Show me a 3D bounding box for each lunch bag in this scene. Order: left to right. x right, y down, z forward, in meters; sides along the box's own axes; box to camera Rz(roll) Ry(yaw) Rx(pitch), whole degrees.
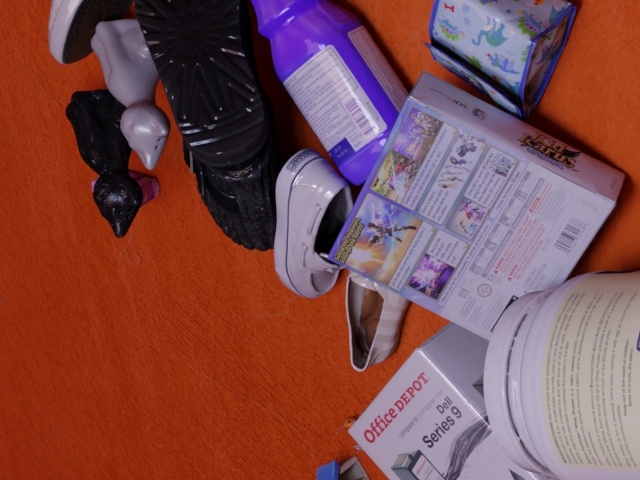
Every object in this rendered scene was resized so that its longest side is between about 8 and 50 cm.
[{"bbox_3d":[0.182,-0.207,1.894,0.129,0.096,0.151,38,150,18],"label":"lunch bag"}]

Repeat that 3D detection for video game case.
[{"bbox_3d":[0.166,-0.026,1.980,0.244,0.061,0.269,27,134,0],"label":"video game case"}]

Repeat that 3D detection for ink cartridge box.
[{"bbox_3d":[0.197,0.257,2.140,0.289,0.121,0.211,48,138,12],"label":"ink cartridge box"}]

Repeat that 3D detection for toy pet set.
[{"bbox_3d":[0.041,0.300,2.363,0.114,0.065,0.122,-30,92,49],"label":"toy pet set"}]

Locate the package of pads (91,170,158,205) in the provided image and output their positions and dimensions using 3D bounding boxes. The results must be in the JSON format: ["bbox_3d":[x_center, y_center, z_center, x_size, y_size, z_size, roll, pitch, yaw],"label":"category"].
[{"bbox_3d":[-0.264,-0.071,2.440,0.083,0.050,0.032,16,130,37],"label":"package of pads"}]

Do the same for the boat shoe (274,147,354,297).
[{"bbox_3d":[0.000,0.000,2.155,0.084,0.095,0.258,38,158,27],"label":"boat shoe"}]

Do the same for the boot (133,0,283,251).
[{"bbox_3d":[-0.122,-0.180,2.173,0.260,0.131,0.348,66,-168,-64],"label":"boot"}]

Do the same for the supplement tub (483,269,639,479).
[{"bbox_3d":[0.352,0.145,1.833,0.325,0.235,0.235,-3,112,45],"label":"supplement tub"}]

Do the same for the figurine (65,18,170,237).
[{"bbox_3d":[-0.243,-0.144,2.273,0.215,0.092,0.209,118,145,-45],"label":"figurine"}]

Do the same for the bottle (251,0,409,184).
[{"bbox_3d":[0.007,-0.204,2.059,0.118,0.092,0.283,-36,87,45],"label":"bottle"}]

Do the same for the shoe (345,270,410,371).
[{"bbox_3d":[0.070,0.068,2.194,0.076,0.058,0.219,28,131,29],"label":"shoe"}]

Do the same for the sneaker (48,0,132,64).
[{"bbox_3d":[-0.293,-0.361,2.259,0.123,0.106,0.290,41,126,23],"label":"sneaker"}]
